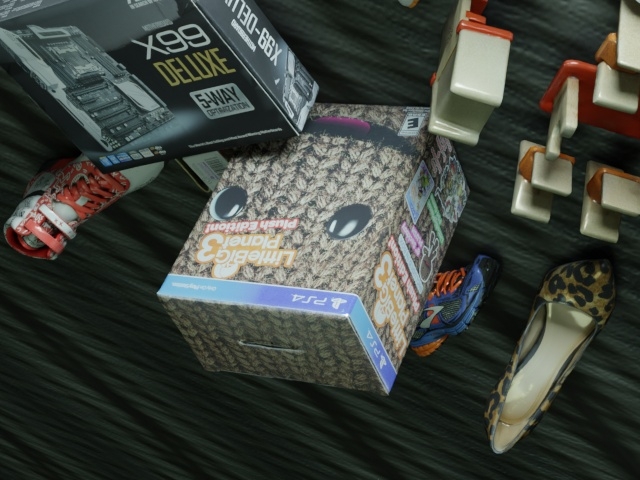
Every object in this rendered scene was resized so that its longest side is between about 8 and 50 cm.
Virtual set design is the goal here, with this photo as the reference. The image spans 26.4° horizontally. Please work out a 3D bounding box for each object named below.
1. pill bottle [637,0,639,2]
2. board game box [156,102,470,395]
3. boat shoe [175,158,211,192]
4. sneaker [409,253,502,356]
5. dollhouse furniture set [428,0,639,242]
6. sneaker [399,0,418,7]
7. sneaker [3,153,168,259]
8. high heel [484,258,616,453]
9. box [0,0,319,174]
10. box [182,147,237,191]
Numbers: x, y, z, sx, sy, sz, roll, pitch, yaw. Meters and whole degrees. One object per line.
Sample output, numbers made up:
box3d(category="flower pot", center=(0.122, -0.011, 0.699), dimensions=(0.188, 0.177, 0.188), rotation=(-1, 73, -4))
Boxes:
box3d(category="pill bottle", center=(0.307, -0.248, 1.151), dimensions=(0.065, 0.065, 0.116), rotation=(30, 146, -8))
box3d(category="board game box", center=(0.000, 0.000, 1.496), dimensions=(0.232, 0.291, 0.141), rotation=(4, 142, 28))
box3d(category="boat shoe", center=(-0.175, -0.123, 1.662), dimensions=(0.056, 0.048, 0.153), rotation=(-12, 132, 43))
box3d(category="sneaker", center=(0.148, 0.075, 1.704), dimensions=(0.087, 0.083, 0.221), rotation=(37, 143, -4))
box3d(category="dollhouse furniture set", center=(0.243, -0.144, 1.320), dimensions=(0.259, 0.135, 0.262), rotation=(16, 148, -6))
box3d(category="sneaker", center=(0.066, -0.316, 1.191), dimensions=(0.121, 0.099, 0.262), rotation=(27, 146, 6))
box3d(category="sneaker", center=(-0.305, -0.052, 1.760), dimensions=(0.270, 0.145, 0.090), rotation=(-15, 130, 45))
box3d(category="high heel", center=(0.271, 0.141, 1.610), dimensions=(0.093, 0.186, 0.261), rotation=(25, 147, 0))
box3d(category="box", center=(-0.191, -0.197, 1.483), dimensions=(0.307, 0.076, 0.242), rotation=(-7, 137, 37))
box3d(category="box", center=(-0.042, -0.023, 1.702), dimensions=(0.067, 0.063, 0.324), rotation=(-9, 134, 43))
